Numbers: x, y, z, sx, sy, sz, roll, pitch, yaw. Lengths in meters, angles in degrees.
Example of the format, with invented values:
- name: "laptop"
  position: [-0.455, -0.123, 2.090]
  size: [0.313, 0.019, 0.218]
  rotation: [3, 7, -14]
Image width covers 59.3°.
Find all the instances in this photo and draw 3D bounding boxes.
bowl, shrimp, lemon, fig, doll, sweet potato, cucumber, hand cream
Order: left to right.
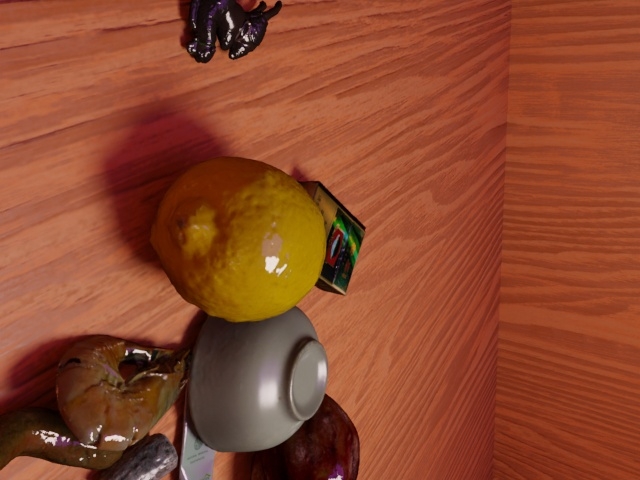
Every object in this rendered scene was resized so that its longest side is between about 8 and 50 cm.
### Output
- name: "sweet potato"
  position: [-0.320, 0.233, 0.655]
  size: [0.062, 0.081, 0.233]
  rotation: [-51, 150, 5]
- name: "shrimp"
  position: [-0.247, 0.182, 0.747]
  size: [0.061, 0.145, 0.267]
  rotation: [-40, 172, 19]
- name: "cucumber"
  position: [-0.261, 0.326, 0.795]
  size: [0.112, 0.064, 0.064]
  rotation: [-29, 122, -49]
- name: "hand cream"
  position: [-0.197, 0.319, 0.925]
  size: [0.079, 0.050, 0.276]
  rotation: [17, 78, -86]
- name: "doll"
  position: [-0.135, -0.325, 0.825]
  size: [0.165, 0.057, 0.139]
  rotation: [-65, 149, -9]
- name: "lemon"
  position: [-0.108, -0.001, 0.791]
  size: [0.288, 0.233, 0.234]
  rotation: [29, 74, -62]
- name: "bowl"
  position: [-0.077, 0.226, 0.954]
  size: [0.289, 0.146, 0.290]
  rotation: [-13, 105, -62]
- name: "fig"
  position: [-0.025, 0.420, 1.075]
  size: [0.224, 0.223, 0.263]
  rotation: [48, 57, -53]

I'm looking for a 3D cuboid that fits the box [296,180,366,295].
- name: "box"
  position: [0.000, 0.000, 1.123]
  size: [0.240, 0.071, 0.160]
  rotation: [38, 64, -55]
